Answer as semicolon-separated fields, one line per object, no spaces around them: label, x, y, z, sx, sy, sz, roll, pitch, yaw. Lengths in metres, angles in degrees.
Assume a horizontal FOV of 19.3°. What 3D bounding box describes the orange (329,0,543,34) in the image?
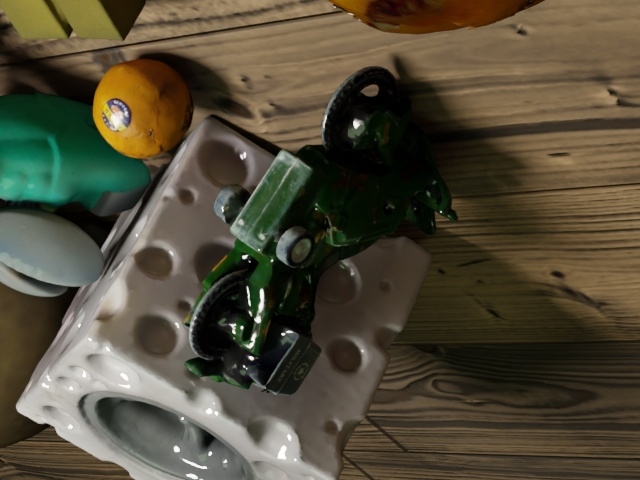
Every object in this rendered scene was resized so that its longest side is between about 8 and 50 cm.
orange;0.057;-0.226;0.959;0.246;0.246;0.246;15;154;8

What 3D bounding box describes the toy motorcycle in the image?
toy motorcycle;0.000;0.000;1.472;0.125;0.275;0.187;36;-178;34

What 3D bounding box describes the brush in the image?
brush;-0.222;-0.238;1.361;0.103;0.047;0.233;4;145;27

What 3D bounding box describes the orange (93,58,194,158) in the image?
orange;-0.144;-0.107;1.523;0.083;0.083;0.083;15;154;8

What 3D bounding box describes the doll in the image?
doll;-0.278;-0.069;1.594;0.258;0.195;0.153;27;133;-17

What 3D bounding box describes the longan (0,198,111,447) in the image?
longan;-0.328;0.072;1.838;0.243;0.300;0.300;57;161;18

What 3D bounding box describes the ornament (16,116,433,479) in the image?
ornament;-0.087;0.082;1.648;0.240;0.240;0.239;31;153;-11
